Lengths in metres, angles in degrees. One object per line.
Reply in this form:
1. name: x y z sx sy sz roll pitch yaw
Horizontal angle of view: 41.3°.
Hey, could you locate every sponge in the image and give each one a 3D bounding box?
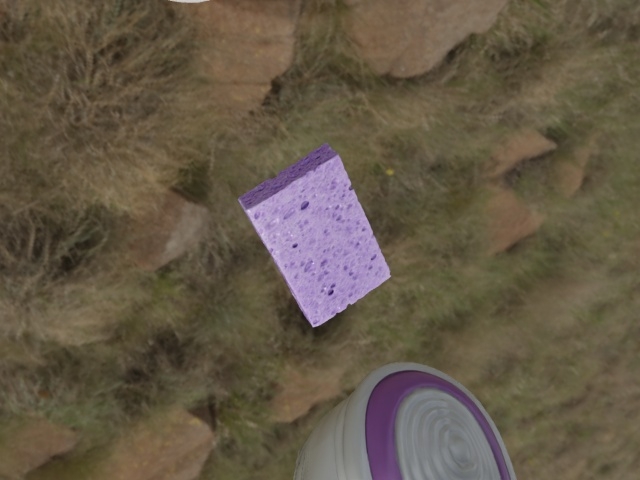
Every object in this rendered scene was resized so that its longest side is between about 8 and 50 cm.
1. sponge: 0.000 0.000 0.967 0.117 0.031 0.210 -34 133 -8

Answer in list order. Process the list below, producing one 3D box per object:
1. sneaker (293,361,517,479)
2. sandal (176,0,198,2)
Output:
1. sneaker: 0.052 0.223 0.422 0.114 0.305 0.152 4 153 -28
2. sandal: -0.134 -0.256 0.768 0.102 0.265 0.076 31 98 -30
